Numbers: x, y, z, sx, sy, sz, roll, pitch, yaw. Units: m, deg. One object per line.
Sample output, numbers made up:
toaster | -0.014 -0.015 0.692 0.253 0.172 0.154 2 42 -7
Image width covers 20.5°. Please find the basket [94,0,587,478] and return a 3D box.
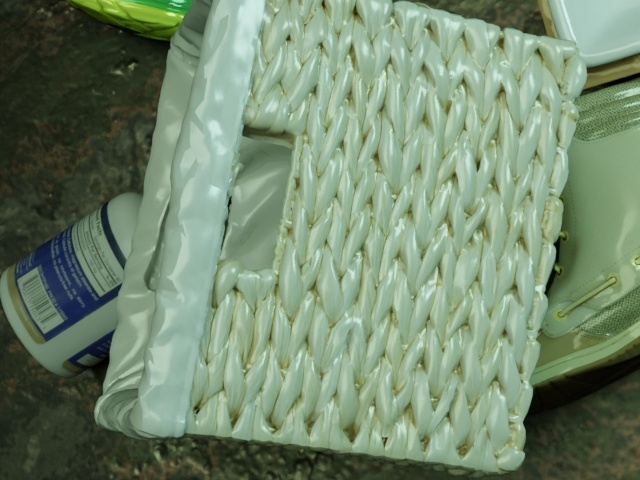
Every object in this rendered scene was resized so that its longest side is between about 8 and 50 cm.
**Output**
basket | 0.000 0.000 1.290 0.266 0.331 0.328 11 84 -11

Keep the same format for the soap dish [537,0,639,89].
soap dish | 0.262 -0.282 1.361 0.229 0.118 0.291 -17 84 18

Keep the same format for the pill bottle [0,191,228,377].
pill bottle | -0.167 0.025 1.498 0.186 0.112 0.112 -32 70 13

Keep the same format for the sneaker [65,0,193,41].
sneaker | -0.204 -0.272 1.571 0.295 0.109 0.123 35 98 24

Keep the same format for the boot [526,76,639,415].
boot | 0.192 0.007 1.367 0.262 0.095 0.203 -30 71 12
